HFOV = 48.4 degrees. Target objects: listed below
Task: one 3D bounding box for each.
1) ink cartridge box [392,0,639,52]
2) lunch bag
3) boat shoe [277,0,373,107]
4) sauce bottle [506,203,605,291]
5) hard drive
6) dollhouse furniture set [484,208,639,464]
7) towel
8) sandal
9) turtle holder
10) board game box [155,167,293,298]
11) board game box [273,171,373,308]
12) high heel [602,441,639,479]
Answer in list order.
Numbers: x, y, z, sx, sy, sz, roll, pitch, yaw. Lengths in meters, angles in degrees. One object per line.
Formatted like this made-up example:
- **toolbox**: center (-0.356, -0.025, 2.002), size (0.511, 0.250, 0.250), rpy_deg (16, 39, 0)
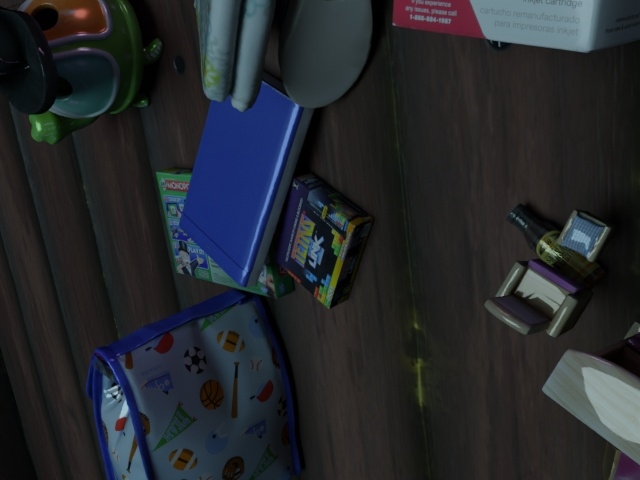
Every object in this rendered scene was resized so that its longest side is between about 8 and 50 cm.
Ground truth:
- **ink cartridge box**: center (0.192, -0.341, 0.642), size (0.226, 0.131, 0.306), rpy_deg (23, 124, 40)
- **lunch bag**: center (-0.233, 0.304, 1.309), size (0.239, 0.328, 0.385), rpy_deg (19, 122, 44)
- **boat shoe**: center (0.001, -0.351, 0.937), size (0.340, 0.127, 0.158), rpy_deg (103, 160, -49)
- **sauce bottle**: center (0.273, 0.008, 0.838), size (0.128, 0.042, 0.042), rpy_deg (45, 135, 23)
- **hard drive**: center (-0.131, -0.113, 1.162), size (0.210, 0.040, 0.318), rpy_deg (39, 120, 37)
- **dollhouse furniture set**: center (0.322, 0.007, 0.621), size (0.286, 0.198, 0.303), rpy_deg (37, 113, 32)
- **towel**: center (-0.102, -0.401, 0.913), size (0.320, 0.090, 0.374), rpy_deg (-105, 21, -44)
- **sandal**: center (-0.588, -0.335, 1.220), size (0.446, 0.107, 0.167), rpy_deg (35, 130, 33)
- **turtle holder**: center (-0.475, -0.343, 1.352), size (0.320, 0.227, 0.243), rpy_deg (-17, 95, 49)
- **board game box**: center (-0.184, -0.022, 1.320), size (0.317, 0.046, 0.213), rpy_deg (10, 113, 45)
- **board game box**: center (0.000, 0.000, 1.128), size (0.141, 0.048, 0.170), rpy_deg (38, 132, 29)
- **high heel**: center (0.396, 0.175, 0.778), size (0.117, 0.082, 0.244), rpy_deg (10, 102, 7)
